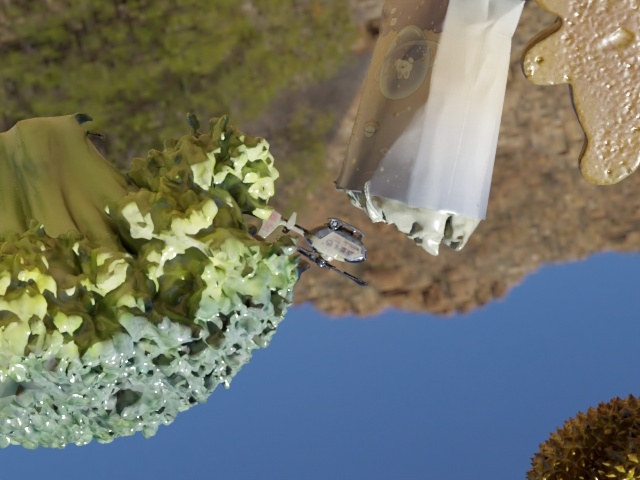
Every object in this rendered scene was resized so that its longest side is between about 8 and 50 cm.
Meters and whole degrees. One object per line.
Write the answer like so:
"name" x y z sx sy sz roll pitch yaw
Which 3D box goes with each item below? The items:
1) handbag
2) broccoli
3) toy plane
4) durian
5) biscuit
"handbag" 0.068 -0.080 0.926 0.095 0.173 0.117 10 -179 -17
"broccoli" -0.200 0.031 1.230 0.348 0.280 0.293 -15 166 -23
"toy plane" 0.000 0.000 1.373 0.121 0.049 0.031 27 169 -1
"durian" 0.277 0.213 1.260 0.168 0.158 0.137 -38 -157 13
"biscuit" 0.315 -0.214 1.547 0.197 0.301 0.049 -27 -156 12
